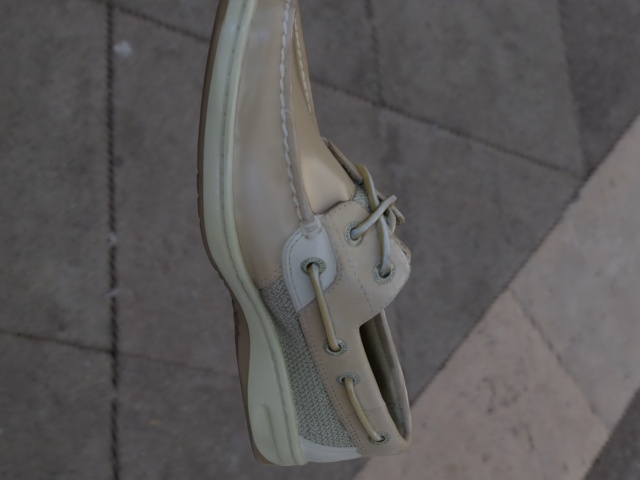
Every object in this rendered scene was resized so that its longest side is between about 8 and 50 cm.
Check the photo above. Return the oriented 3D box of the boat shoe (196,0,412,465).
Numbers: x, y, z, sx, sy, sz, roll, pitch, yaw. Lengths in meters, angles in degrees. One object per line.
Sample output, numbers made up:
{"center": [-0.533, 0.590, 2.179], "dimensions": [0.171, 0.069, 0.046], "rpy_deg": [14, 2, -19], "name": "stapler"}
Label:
{"center": [0.000, 0.000, 0.752], "dimensions": [0.109, 0.098, 0.302], "rpy_deg": [-78, 165, -52], "name": "boat shoe"}
